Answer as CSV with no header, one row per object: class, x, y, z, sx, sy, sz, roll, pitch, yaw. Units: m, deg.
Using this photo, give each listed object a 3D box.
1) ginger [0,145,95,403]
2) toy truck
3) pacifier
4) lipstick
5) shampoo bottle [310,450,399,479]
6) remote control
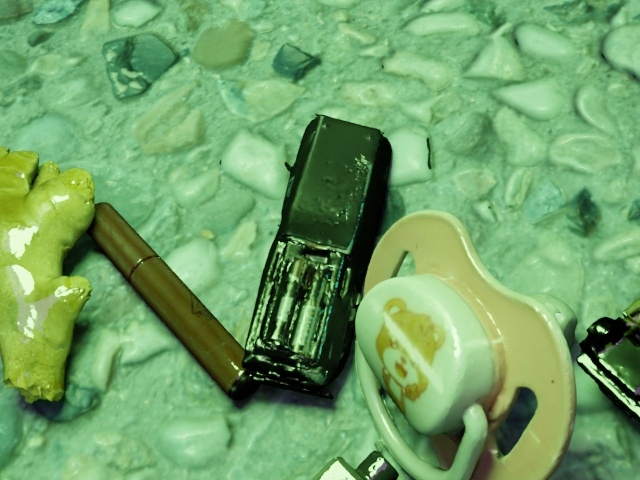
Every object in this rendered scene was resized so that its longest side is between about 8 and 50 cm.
ginger,-0.384,0.027,1.074,0.236,0.166,0.375,-34,75,-18
toy truck,0.414,0.099,0.871,0.257,0.127,0.127,-35,53,-9
pacifier,0.160,0.114,0.852,0.273,0.220,0.332,-31,48,-8
lipstick,-0.202,0.072,1.040,0.057,0.057,0.357,-41,61,-13
shampoo bottle,-0.013,0.326,0.845,0.246,0.080,0.079,-42,63,-14
remote control,0.000,0.000,1.018,0.145,0.062,0.398,14,60,-1
